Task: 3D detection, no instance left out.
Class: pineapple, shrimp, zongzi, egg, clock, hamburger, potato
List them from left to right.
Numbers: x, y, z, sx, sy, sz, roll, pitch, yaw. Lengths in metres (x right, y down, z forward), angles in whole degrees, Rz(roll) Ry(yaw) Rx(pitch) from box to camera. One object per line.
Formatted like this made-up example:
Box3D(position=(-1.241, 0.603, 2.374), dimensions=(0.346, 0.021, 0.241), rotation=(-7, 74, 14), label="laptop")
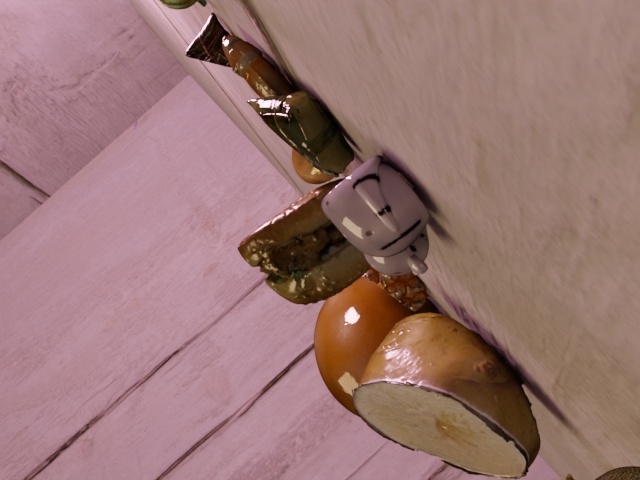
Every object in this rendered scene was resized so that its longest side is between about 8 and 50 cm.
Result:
Box3D(position=(-0.132, -0.253, 1.078), dimensions=(0.083, 0.067, 0.073), rotation=(31, 176, -13), label="zongzi")
Box3D(position=(-0.057, -0.178, 0.951), dimensions=(0.180, 0.041, 0.099), rotation=(47, 180, 22), label="shrimp")
Box3D(position=(-0.024, -0.118, 0.890), dimensions=(0.113, 0.052, 0.104), rotation=(10, 142, 53), label="zongzi")
Box3D(position=(-0.001, -0.100, 0.948), dimensions=(0.083, 0.062, 0.068), rotation=(-129, 33, -71), label="potato")
Box3D(position=(0.000, 0.000, 1.013), dimensions=(0.122, 0.189, 0.215), rotation=(55, 167, -5), label="hamburger")
Box3D(position=(0.104, 0.035, 1.513), dimensions=(0.233, 0.079, 0.135), rotation=(41, -176, 34), label="pineapple")
Box3D(position=(0.127, 0.223, 1.679), dimensions=(0.282, 0.282, 0.351), rotation=(49, -178, -33), label="egg")
Box3D(position=(0.067, -0.014, 0.788), dimensions=(0.117, 0.080, 0.176), rotation=(49, 180, 5), label="clock")
Box3D(position=(0.219, 0.229, 1.274), dimensions=(0.300, 0.196, 0.246), rotation=(15, 146, 31), label="potato")

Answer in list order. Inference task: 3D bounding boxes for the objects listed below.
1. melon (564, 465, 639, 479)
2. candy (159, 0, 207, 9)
Box3D(position=(0.278, 0.264, 0.657), dimensions=(0.192, 0.139, 0.139), rotation=(43, 177, 22), label="melon")
Box3D(position=(-0.153, -0.290, 0.925), dimensions=(0.061, 0.061, 0.202), rotation=(48, -173, -6), label="candy")
